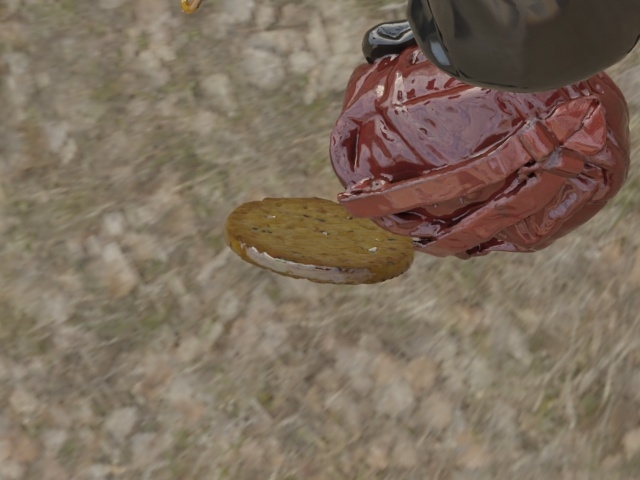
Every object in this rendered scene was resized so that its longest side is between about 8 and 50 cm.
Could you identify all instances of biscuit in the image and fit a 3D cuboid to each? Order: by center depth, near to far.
[{"bbox_3d":[0.000,0.001,1.718,0.188,0.188,0.027,14,111,15],"label":"biscuit"}]

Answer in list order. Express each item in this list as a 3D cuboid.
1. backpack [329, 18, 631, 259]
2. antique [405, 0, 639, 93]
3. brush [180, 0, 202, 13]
[{"bbox_3d":[0.127,-0.074,1.343,0.229,0.139,0.229,11,143,8],"label":"backpack"},{"bbox_3d":[0.028,-0.232,0.419,0.185,0.255,0.322,-22,56,12],"label":"antique"},{"bbox_3d":[-0.074,-0.364,1.896,0.017,0.090,0.314,15,125,-30],"label":"brush"}]
